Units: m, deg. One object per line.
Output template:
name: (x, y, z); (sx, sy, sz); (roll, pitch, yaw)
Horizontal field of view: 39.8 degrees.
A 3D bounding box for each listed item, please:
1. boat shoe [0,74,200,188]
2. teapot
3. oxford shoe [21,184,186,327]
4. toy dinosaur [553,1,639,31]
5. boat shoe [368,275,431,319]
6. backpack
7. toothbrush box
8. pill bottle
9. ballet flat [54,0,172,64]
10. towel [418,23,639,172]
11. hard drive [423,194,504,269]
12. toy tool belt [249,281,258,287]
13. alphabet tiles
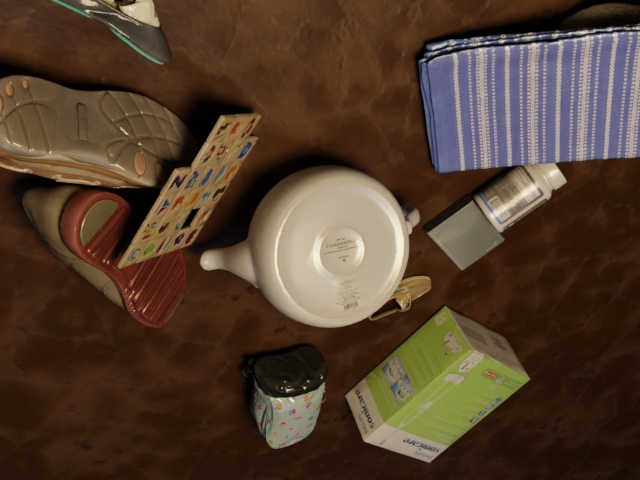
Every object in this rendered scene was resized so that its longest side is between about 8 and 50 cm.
boat shoe: (-0.297, -0.127, 1.130); (0.116, 0.123, 0.324); (-16, 158, 42)
teapot: (0.000, 0.000, 1.319); (0.256, 0.187, 0.252); (33, 86, -23)
oxford shoe: (-0.298, 0.016, 1.269); (0.123, 0.130, 0.348); (-60, 154, -21)
toy dinosaur: (0.417, -0.290, 1.290); (0.314, 0.121, 0.160); (-4, 128, 15)
boat shoe: (0.138, 0.105, 1.565); (0.135, 0.045, 0.050); (-23, 136, -2)
backpack: (-0.066, 0.285, 1.596); (0.152, 0.115, 0.182); (-6, 135, -22)
toothbrush box: (0.225, 0.285, 1.716); (0.206, 0.122, 0.283); (27, 116, -39)
pill bottle: (0.328, -0.082, 1.451); (0.137, 0.078, 0.078); (-36, 135, 11)
ballet flat: (-0.242, -0.278, 1.030); (0.203, 0.074, 0.074); (27, 116, -37)
towel: (0.319, -0.196, 1.287); (0.336, 0.040, 0.243); (-4, 137, 10)
hard drive: (0.248, -0.012, 1.521); (0.094, 0.022, 0.135); (-37, 135, 12)
toy tool belt: (-0.089, 0.051, 1.413); (0.051, 0.052, 0.083); (-30, 137, 17)
alphabet tiles: (-0.166, -0.072, 1.195); (0.237, 0.009, 0.198); (-56, 169, 19)
